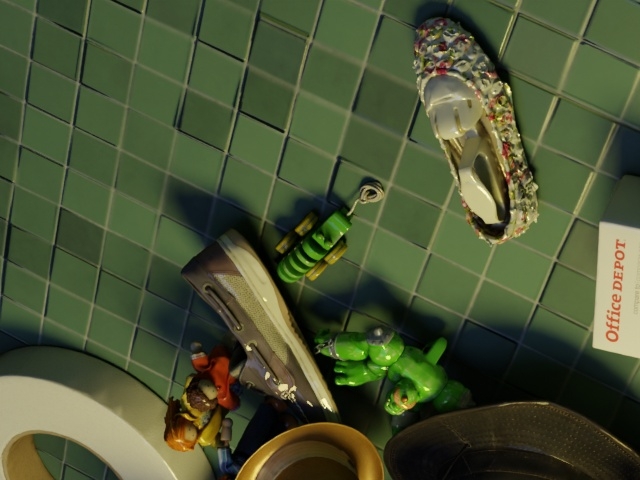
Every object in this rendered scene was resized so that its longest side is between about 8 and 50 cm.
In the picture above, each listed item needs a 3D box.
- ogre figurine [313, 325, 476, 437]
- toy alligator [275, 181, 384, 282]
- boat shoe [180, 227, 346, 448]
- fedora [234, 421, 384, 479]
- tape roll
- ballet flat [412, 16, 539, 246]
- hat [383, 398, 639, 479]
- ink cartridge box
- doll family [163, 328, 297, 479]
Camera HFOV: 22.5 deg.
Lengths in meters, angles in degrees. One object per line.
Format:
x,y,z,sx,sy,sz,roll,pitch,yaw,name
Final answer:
0.091,0.153,1.775,0.197,0.097,0.118,55,151,4,ogre figurine
0.000,0.000,1.734,0.056,0.051,0.189,43,133,-6,toy alligator
-0.063,0.125,1.812,0.092,0.103,0.285,-29,107,-6,boat shoe
-0.004,0.296,1.792,0.194,0.079,0.194,-10,122,-17,fedora
-0.318,0.314,2.133,0.392,0.072,0.392,15,130,19,tape roll
0.149,-0.099,1.560,0.091,0.077,0.241,-11,116,36,ballet flat
0.212,0.309,1.745,0.331,0.134,0.331,13,143,10,hat
0.374,0.042,1.526,0.219,0.092,0.160,11,127,21,ink cartridge box
-0.097,0.233,1.885,0.118,0.163,0.263,-26,108,40,doll family
